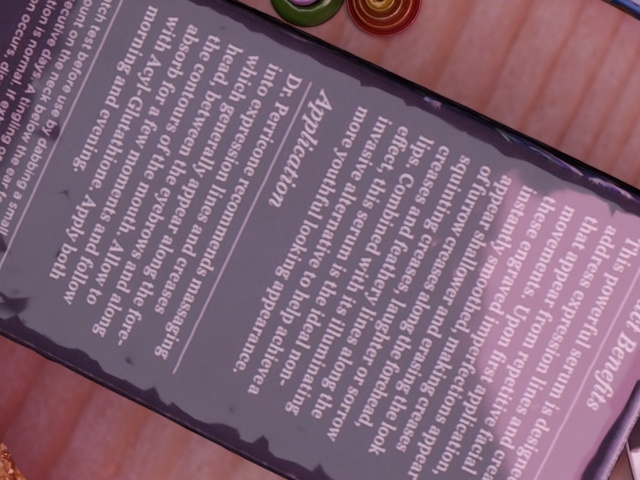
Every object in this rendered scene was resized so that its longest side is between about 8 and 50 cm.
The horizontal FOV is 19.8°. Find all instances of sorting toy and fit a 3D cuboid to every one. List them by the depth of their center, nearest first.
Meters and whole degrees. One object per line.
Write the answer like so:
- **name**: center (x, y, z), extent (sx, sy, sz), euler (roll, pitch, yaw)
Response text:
- **sorting toy**: center (0.014, -0.165, 1.173), extent (0.102, 0.042, 0.061), euler (8, 94, 7)

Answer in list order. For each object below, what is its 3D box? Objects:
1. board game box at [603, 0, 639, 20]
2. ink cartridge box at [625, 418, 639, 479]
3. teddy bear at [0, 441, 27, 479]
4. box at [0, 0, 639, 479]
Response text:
- **board game box**: center (0.348, -0.222, 1.104), extent (0.302, 0.086, 0.308), euler (31, 96, 5)
- **ink cartridge box**: center (0.235, 0.127, 1.087), extent (0.104, 0.181, 0.061), euler (-13, 91, 8)
- **teddy bear**: center (-0.274, 0.096, 1.039), extent (0.338, 0.113, 0.245), euler (31, 140, 2)
- **box**: center (0.000, 0.000, 1.057), extent (0.395, 0.293, 0.212), euler (26, 96, 5)
